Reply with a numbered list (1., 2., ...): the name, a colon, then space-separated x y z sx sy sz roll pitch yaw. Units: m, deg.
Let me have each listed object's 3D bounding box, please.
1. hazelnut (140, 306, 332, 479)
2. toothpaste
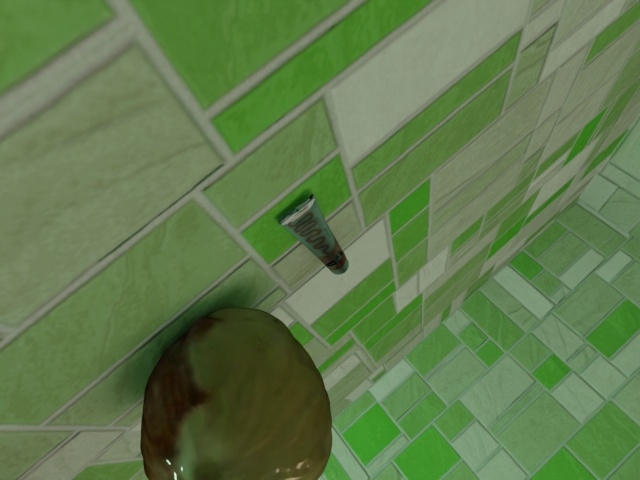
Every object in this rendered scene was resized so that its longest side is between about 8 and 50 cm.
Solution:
1. hazelnut: -0.108 0.230 0.542 0.261 0.261 0.241 -43 -175 1
2. toothpaste: 0.000 0.000 0.598 0.056 0.036 0.205 -40 150 -1
